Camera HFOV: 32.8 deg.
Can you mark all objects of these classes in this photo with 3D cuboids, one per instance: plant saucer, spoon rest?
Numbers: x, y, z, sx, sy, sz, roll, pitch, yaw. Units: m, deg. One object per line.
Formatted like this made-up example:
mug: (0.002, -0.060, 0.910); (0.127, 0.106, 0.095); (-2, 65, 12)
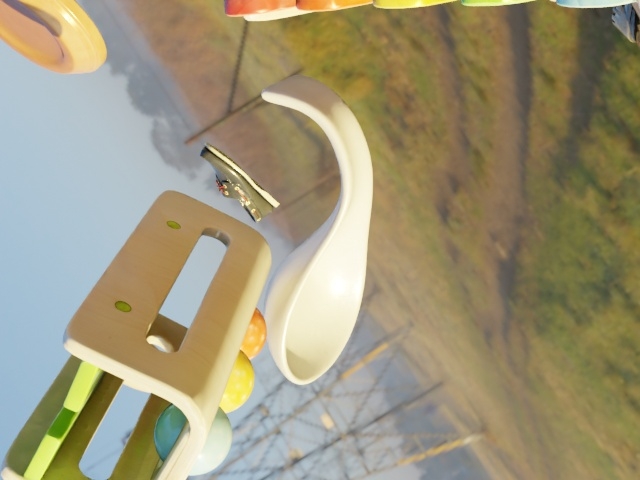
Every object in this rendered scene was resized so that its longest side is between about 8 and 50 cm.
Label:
plant saucer: (-0.343, -0.261, 1.272); (0.200, 0.037, 0.200); (28, 160, 11)
spoon rest: (0.000, 0.000, 0.943); (0.084, 0.137, 0.276); (13, 119, 31)

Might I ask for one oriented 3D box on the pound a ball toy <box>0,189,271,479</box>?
pound a ball toy: (-0.128, 0.107, 0.845); (0.136, 0.208, 0.319); (28, -158, -5)

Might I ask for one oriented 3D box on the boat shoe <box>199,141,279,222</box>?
boat shoe: (-0.102, -0.068, 1.299); (0.133, 0.042, 0.049); (45, -179, -42)

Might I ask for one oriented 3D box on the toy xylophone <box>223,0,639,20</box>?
toy xylophone: (0.063, -0.160, 0.595); (0.323, 0.236, 0.081); (20, 122, 54)

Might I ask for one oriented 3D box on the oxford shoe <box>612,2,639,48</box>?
oxford shoe: (0.274, -0.188, 0.825); (0.096, 0.083, 0.227); (58, -168, 20)
